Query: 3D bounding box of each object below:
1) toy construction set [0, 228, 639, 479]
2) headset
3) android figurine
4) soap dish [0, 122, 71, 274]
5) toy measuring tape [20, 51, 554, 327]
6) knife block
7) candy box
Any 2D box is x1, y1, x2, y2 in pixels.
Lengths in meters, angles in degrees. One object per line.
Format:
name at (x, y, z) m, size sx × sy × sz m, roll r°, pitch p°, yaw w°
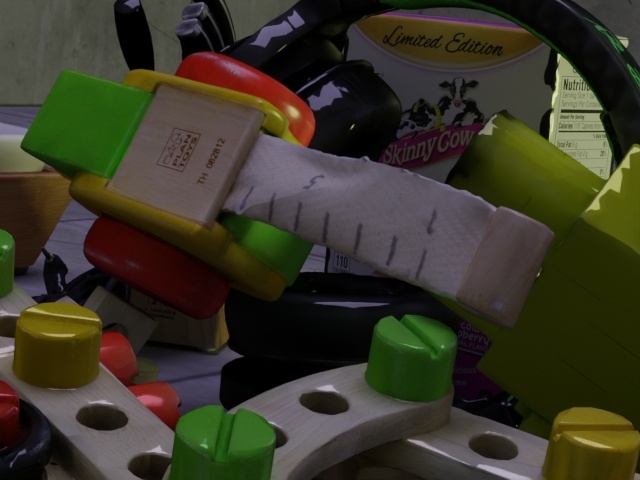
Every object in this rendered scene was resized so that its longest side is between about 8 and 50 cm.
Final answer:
toy construction set at (-0.067, 0.071, 0.560) m, size 0.215 × 0.151 × 0.328 m, roll -10°, pitch 14°, yaw -35°
headset at (0.000, 0.000, 0.844) m, size 0.394 × 0.243 × 0.185 m, roll -17°, pitch -1°, yaw 19°
android figurine at (0.157, 0.063, 0.619) m, size 0.273 × 0.056 × 0.248 m, roll 39°, pitch -24°, yaw 7°
soap dish at (-0.371, -0.043, 1.212) m, size 0.291 × 0.118 × 0.229 m, roll 11°, pitch 11°, yaw 35°
toy measuring tape at (-0.012, -0.009, 0.652) m, size 0.121 × 0.121 × 0.330 m, roll -3°, pitch 15°, yaw -41°
knife block at (-0.086, -0.057, 1.062) m, size 0.088 × 0.242 × 0.276 m, roll 8°, pitch 9°, yaw 10°
candy box at (0.082, -0.011, 0.898) m, size 0.159 × 0.233 × 0.071 m, roll 13°, pitch 12°, yaw 43°
